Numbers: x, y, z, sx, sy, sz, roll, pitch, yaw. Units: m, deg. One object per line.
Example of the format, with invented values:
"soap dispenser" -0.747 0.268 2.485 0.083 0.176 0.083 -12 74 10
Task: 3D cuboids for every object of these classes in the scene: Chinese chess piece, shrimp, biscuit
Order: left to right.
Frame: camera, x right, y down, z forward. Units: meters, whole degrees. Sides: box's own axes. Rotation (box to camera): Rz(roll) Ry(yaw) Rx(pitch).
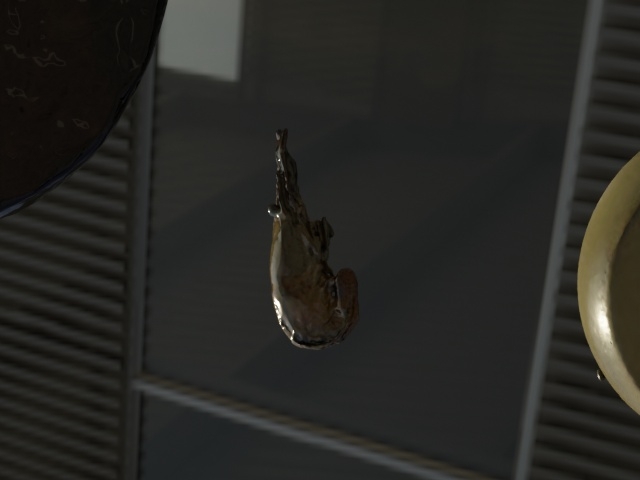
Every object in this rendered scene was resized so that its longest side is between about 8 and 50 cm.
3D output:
"biscuit" -0.318 -0.205 1.139 0.408 0.407 0.091 2 -179 -8
"shrimp" -0.004 -0.003 1.789 0.117 0.262 0.066 0 -176 22
"Chinese chess piece" 0.330 0.033 1.160 0.273 0.273 0.102 4 -171 -2
